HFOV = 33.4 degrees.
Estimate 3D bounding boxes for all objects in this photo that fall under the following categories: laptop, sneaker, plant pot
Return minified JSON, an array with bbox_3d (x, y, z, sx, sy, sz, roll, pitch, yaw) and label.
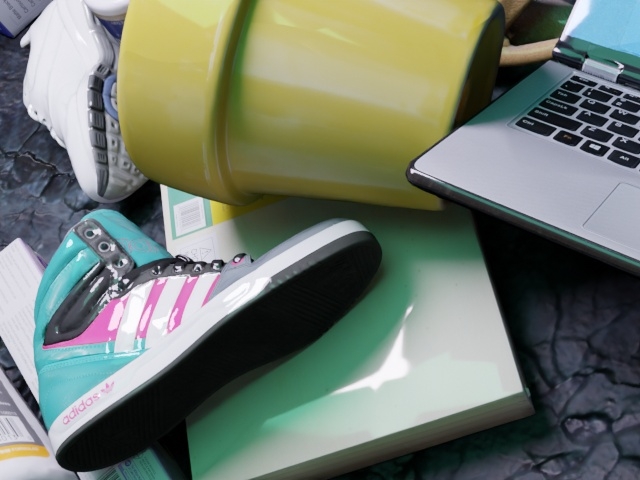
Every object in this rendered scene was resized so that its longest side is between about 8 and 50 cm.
[{"bbox_3d":[0.330,-0.139,0.697,0.381,0.236,0.408,24,35,23],"label":"laptop"},{"bbox_3d":[-0.111,0.033,0.854,0.295,0.124,0.178,-33,59,0],"label":"sneaker"},{"bbox_3d":[-0.242,-0.145,1.105,0.129,0.111,0.297,-35,48,21],"label":"sneaker"},{"bbox_3d":[0.007,-0.135,0.832,0.238,0.254,0.254,17,69,15],"label":"plant pot"}]

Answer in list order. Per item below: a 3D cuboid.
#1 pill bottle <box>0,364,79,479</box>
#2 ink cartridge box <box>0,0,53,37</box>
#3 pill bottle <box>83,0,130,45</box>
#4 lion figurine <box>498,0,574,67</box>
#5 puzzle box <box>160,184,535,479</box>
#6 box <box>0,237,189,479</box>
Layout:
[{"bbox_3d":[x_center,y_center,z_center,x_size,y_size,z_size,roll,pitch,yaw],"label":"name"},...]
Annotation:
[{"bbox_3d":[-0.331,0.168,0.910,0.162,0.162,0.278,-45,53,-5],"label":"pill bottle"},{"bbox_3d":[-0.371,-0.329,1.180,0.224,0.223,0.045,-44,59,-4],"label":"ink cartridge box"},{"bbox_3d":[-0.152,-0.210,1.044,0.094,0.169,0.094,-12,58,19],"label":"pill bottle"},{"bbox_3d":[0.134,-0.282,0.978,0.240,0.142,0.392,-26,57,13],"label":"lion figurine"},{"bbox_3d":[0.000,0.000,0.925,0.272,0.052,0.409,-20,55,13],"label":"puzzle box"},{"bbox_3d":[-0.214,0.126,0.941,0.067,0.063,0.324,-40,54,-4],"label":"box"}]
